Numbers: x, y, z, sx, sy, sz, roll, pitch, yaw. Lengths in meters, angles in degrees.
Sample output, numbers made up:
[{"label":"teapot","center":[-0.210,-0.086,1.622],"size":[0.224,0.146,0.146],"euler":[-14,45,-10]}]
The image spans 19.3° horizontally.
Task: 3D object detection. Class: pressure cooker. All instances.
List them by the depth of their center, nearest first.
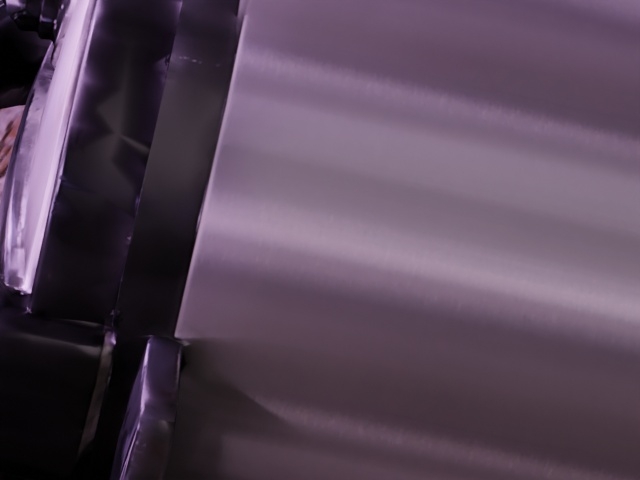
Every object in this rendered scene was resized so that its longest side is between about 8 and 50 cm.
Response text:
[{"label":"pressure cooker","center":[0.001,-0.006,0.912],"size":[0.420,0.370,0.375],"euler":[12,79,-7]}]
